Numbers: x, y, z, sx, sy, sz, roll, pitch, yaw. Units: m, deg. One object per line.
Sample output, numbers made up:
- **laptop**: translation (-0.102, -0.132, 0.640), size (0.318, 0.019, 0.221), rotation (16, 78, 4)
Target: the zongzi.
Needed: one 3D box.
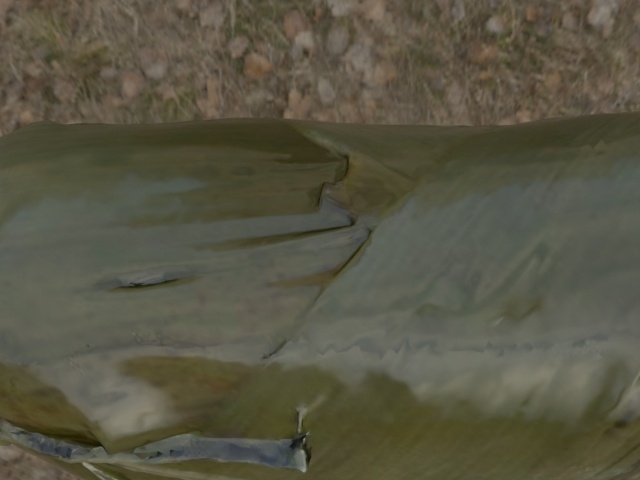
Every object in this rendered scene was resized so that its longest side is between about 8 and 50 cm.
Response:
- **zongzi**: translation (0.000, 0.000, 0.452), size (0.447, 0.418, 0.181), rotation (13, 60, -22)
